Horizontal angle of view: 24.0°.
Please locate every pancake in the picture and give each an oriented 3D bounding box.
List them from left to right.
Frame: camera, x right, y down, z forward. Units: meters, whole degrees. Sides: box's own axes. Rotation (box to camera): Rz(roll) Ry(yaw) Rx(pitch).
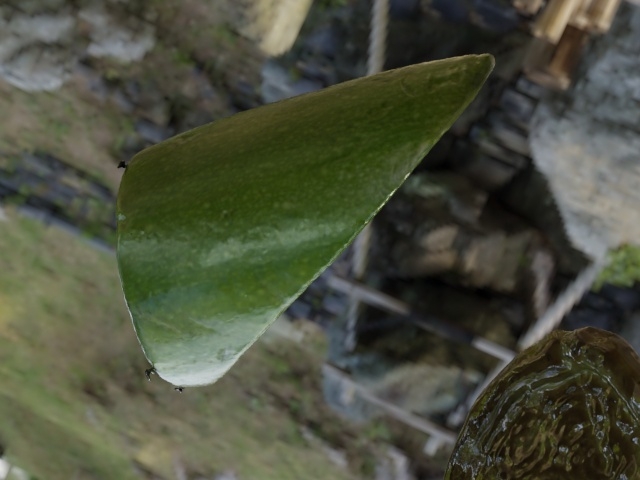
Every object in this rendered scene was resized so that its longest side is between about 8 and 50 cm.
[{"bbox_3d":[0.156,0.185,1.054,0.031,0.250,0.250,24,175,-29],"label":"pancake"}]

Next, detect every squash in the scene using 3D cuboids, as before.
[{"bbox_3d":[0.000,0.000,1.070,0.289,0.203,0.111,-12,-167,14],"label":"squash"}]
